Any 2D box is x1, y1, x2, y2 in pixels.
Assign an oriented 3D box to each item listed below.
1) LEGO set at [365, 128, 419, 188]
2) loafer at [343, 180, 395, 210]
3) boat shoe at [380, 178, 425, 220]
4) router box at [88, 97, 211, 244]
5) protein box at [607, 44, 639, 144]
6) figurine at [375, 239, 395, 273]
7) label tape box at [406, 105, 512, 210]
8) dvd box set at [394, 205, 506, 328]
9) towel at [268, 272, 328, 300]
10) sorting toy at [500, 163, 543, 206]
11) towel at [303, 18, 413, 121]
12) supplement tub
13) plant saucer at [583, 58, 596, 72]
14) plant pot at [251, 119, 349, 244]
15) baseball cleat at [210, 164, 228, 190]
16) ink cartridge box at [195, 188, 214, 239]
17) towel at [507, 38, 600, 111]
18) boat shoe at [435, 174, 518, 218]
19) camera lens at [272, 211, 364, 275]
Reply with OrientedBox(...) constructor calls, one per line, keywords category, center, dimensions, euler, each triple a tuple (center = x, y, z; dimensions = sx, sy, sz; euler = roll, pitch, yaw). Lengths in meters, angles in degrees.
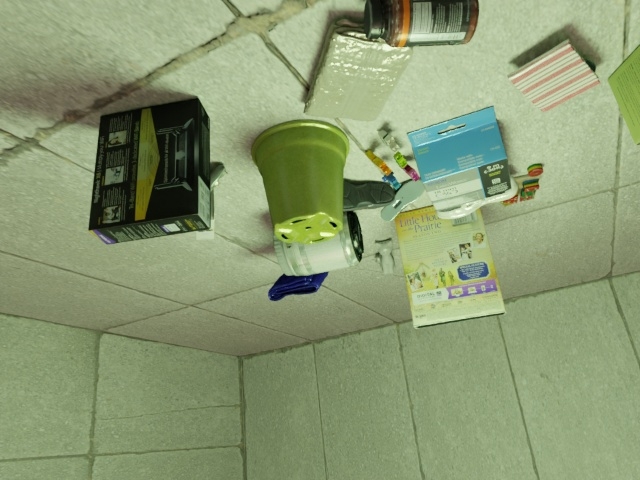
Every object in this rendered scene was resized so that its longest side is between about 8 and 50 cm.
OrientedBox(category="LEGO set", center=(0.187, -0.228, 1.411), dimensions=(0.087, 0.093, 0.227), euler=(-43, 143, 5))
OrientedBox(category="loafer", center=(0.086, -0.130, 1.574), dimensions=(0.303, 0.109, 0.095), euler=(0, 160, -21))
OrientedBox(category="boat shoe", center=(0.273, -0.143, 1.652), dimensions=(0.183, 0.065, 0.083), euler=(-42, -175, 24))
OrientedBox(category="router box", center=(-0.377, -0.158, 1.123), dimensions=(0.243, 0.308, 0.081), euler=(-8, 156, 5))
OrientedBox(category="protein box", center=(0.798, -0.352, 1.114), dimensions=(0.136, 0.199, 0.201), euler=(-3, 156, -9))
OrientedBox(category="figurine", center=(0.335, 0.049, 2.093), dimensions=(0.215, 0.092, 0.209), euler=(-8, 149, 6))
OrientedBox(category="label tape box", center=(0.410, -0.219, 1.445), dimensions=(0.241, 0.105, 0.334), euler=(-15, 155, 19))
OrientedBox(category="dvd box set", center=(0.441, 0.076, 1.739), dimensions=(0.308, 0.420, 0.062), euler=(-13, 159, 13))
OrientedBox(category="towel", center=(-0.056, 0.102, 1.893), dimensions=(0.228, 0.308, 0.076), euler=(-15, 113, 31))
OrientedBox(category="sorting toy", center=(0.682, -0.167, 1.710), dimensions=(0.132, 0.046, 0.274), euler=(-11, 157, 12))
OrientedBox(category="towel", center=(0.078, -0.363, 1.099), dimensions=(0.187, 0.049, 0.282), euler=(2, 156, -16))
OrientedBox(category="supplement tub", center=(0.183, -0.417, 0.928), dimensions=(0.198, 0.106, 0.106), euler=(-4, 157, -4))
OrientedBox(category="plant saucer", center=(0.589, -0.395, 1.186), dimensions=(0.120, 0.021, 0.119), euler=(-5, 157, -2))
OrientedBox(category="plant pot", center=(-0.041, -0.136, 1.333), dimensions=(0.276, 0.253, 0.276), euler=(-6, 156, -3))
OrientedBox(category="baseball cleat", center=(-0.361, -0.159, 1.428), dimensions=(0.109, 0.072, 0.206), euler=(39, 116, -13))
OrientedBox(category="ink cartridge box", center=(-0.362, -0.086, 1.555), dimensions=(0.062, 0.104, 0.181), euler=(-1, 156, -13))
OrientedBox(category="towel", center=(0.543, -0.378, 1.156), dimensions=(0.197, 0.029, 0.144), euler=(19, 147, -40))
OrientedBox(category="boat shoe", center=(0.500, -0.156, 1.638), dimensions=(0.277, 0.098, 0.096), euler=(-22, 146, 24))
OrientedBox(category="camera lens", center=(0.000, 0.000, 1.701), dimensions=(0.275, 0.219, 0.219), euler=(-12, 156, 12))
